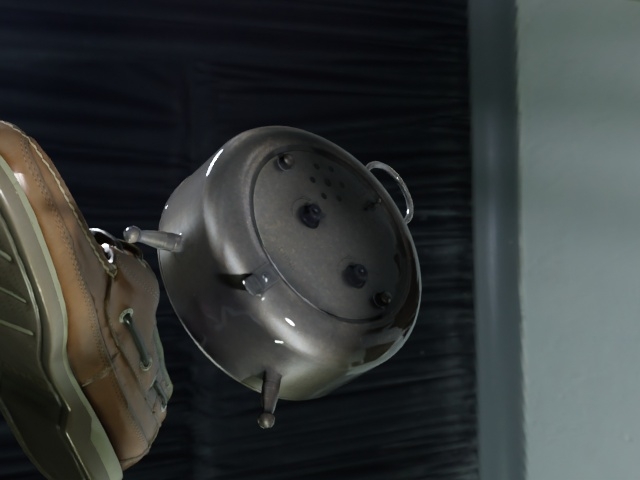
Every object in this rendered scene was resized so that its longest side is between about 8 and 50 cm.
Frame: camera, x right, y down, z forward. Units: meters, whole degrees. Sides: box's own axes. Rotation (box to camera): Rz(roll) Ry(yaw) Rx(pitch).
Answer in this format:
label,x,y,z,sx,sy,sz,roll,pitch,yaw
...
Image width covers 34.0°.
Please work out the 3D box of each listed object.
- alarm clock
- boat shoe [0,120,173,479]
label,x,y,z,sx,sy,sz,roll,pitch,yaw
alarm clock,0.000,0.000,0.524,0.064,0.192,0.129,-37,90,37
boat shoe,-0.164,0.035,0.661,0.110,0.104,0.307,26,141,24
